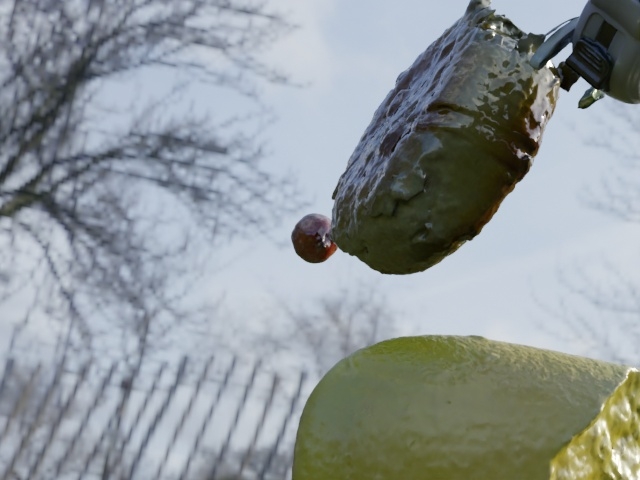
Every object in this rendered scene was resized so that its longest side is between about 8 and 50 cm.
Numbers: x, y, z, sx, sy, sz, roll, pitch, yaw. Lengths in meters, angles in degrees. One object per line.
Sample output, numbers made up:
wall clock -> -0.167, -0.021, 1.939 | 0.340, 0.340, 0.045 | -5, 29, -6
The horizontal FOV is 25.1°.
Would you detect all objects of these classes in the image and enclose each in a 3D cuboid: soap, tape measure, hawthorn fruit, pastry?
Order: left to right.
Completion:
hawthorn fruit -> 0.000, 0.000, 1.883 | 0.067, 0.066, 0.103 | 16, 3, -21
pastry -> 0.133, -0.103, 1.596 | 0.136, 0.329, 0.330 | 34, -23, -12
soap -> 0.177, 0.254, 1.525 | 0.428, 0.306, 0.115 | 4, -6, -17
tape measure -> 0.315, -0.220, 1.389 | 0.196, 0.105, 0.178 | -21, -34, -42

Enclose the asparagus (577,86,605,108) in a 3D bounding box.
asparagus -> 0.398, -0.216, 2.050 | 0.025, 0.108, 0.021 | 48, -37, 1
